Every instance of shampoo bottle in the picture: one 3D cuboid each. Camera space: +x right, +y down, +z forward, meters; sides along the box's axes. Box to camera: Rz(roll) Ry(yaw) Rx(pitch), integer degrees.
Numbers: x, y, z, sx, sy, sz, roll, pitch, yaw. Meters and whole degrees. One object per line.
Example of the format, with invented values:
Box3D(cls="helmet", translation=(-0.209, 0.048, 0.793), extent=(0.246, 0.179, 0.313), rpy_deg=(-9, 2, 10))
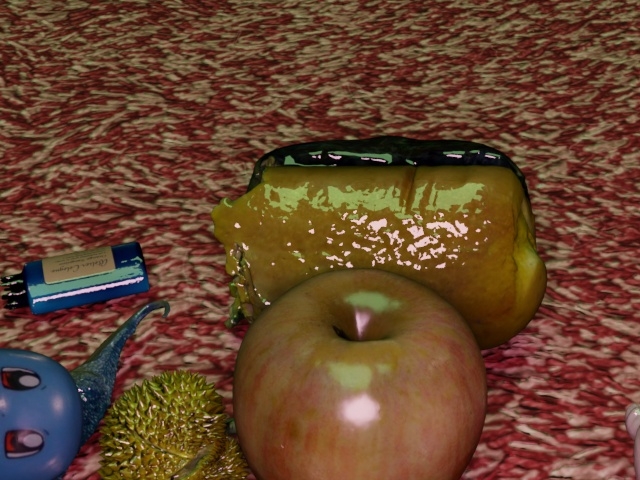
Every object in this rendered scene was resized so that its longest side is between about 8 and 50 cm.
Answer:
Box3D(cls="shampoo bottle", translation=(-0.312, 0.049, 1.600), extent=(0.183, 0.050, 0.087), rpy_deg=(-12, 41, -10))

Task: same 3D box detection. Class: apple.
Box3D(cls="apple", translation=(0.039, 0.166, 1.265), extent=(0.257, 0.234, 0.257), rpy_deg=(-3, 34, 2))

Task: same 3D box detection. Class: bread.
Box3D(cls="bread", translation=(0.068, 0.013, 1.442), extent=(0.376, 0.251, 0.208), rpy_deg=(0, 16, 5))

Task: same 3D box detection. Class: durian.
Box3D(cls="durian", translation=(-0.156, 0.210, 1.284), extent=(0.146, 0.159, 0.198), rpy_deg=(-17, 39, 11))

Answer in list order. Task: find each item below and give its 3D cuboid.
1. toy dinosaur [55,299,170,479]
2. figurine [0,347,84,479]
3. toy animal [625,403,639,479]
Box3D(cls="toy dinosaur", translation=(-0.289, 0.188, 1.401), extent=(0.147, 0.076, 0.363), rpy_deg=(14, 46, 9))
Box3D(cls="figurine", translation=(-0.450, 0.205, 1.238), extent=(0.416, 0.243, 0.298), rpy_deg=(-11, 71, 13))
Box3D(cls="toy animal", translation=(0.400, 0.222, 1.228), extent=(0.208, 0.154, 0.325), rpy_deg=(10, 48, 6))
